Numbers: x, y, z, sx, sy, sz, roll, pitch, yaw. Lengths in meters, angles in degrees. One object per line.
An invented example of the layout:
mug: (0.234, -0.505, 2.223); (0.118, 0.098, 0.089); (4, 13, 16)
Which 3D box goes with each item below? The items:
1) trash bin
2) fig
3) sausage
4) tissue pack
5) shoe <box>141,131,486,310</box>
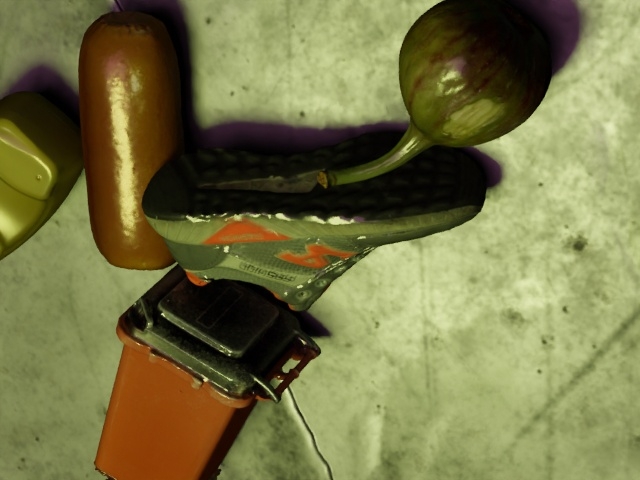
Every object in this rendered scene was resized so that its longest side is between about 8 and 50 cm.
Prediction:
trash bin: (-0.127, 0.165, 1.890); (0.184, 0.161, 0.238); (29, 124, 10)
fig: (0.101, -0.120, 1.679); (0.149, 0.149, 0.245); (45, 110, 2)
sausage: (-0.191, -0.098, 1.843); (0.105, 0.105, 0.274); (6, 113, 20)
tissue pack: (-0.326, -0.069, 1.897); (0.123, 0.127, 0.178); (41, 119, -4)
shoe: (0.000, 0.000, 1.791); (0.337, 0.132, 0.171); (-3, 131, 10)
